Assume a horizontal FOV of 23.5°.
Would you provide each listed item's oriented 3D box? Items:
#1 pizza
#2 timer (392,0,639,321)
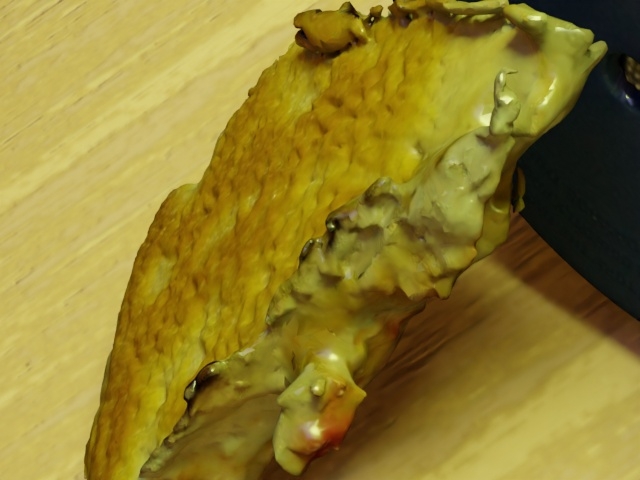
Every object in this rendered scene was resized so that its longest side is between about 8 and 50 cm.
[{"bbox_3d":[0.000,0.000,0.579,0.297,0.071,0.189,-51,26,36],"label":"pizza"},{"bbox_3d":[0.237,-0.157,0.554,0.383,0.270,0.270,-38,49,-19],"label":"timer"}]
